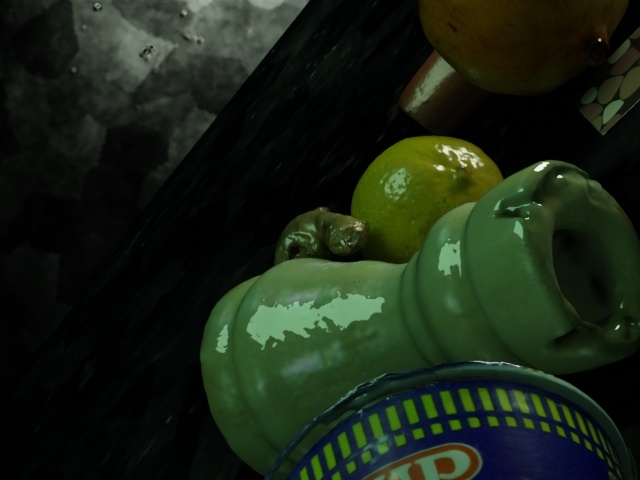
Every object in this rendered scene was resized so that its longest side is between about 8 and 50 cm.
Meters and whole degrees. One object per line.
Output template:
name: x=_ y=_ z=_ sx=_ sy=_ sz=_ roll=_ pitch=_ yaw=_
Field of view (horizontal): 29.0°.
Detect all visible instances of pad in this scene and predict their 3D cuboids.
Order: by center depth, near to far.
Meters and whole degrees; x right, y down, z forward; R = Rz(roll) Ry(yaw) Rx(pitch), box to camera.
pad: x=0.392 y=-0.229 z=1.439 sx=0.235 sy=0.003 sz=0.158 roll=-46 pitch=18 yaw=14

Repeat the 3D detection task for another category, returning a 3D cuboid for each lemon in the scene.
lemon: x=0.123 y=-0.029 z=1.412 sx=0.178 sy=0.178 sz=0.203 roll=-61 pitch=5 yaw=-29

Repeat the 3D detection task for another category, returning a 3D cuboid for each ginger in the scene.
ginger: x=-0.007 y=0.006 z=1.391 sx=0.096 sy=0.067 sz=0.165 roll=-40 pitch=10 yaw=-14

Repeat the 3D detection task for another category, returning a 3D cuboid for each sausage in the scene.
sausage: x=0.225 y=-0.262 z=1.748 sx=0.259 sy=0.113 sz=0.113 roll=-48 pitch=18 yaw=14

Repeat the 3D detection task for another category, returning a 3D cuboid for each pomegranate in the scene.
pomegranate: x=0.259 y=-0.305 z=1.538 sx=0.264 sy=0.264 sz=0.264 roll=-44 pitch=19 yaw=19

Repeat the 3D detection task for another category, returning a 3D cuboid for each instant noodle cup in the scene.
instant noodle cup: x=0.110 y=0.273 z=0.739 sx=0.284 sy=0.284 sz=0.312 roll=-45 pitch=27 yaw=17

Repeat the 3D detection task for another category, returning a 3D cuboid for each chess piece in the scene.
chess piece: x=0.092 y=0.081 z=1.201 sx=0.442 sy=0.234 sz=0.234 roll=-28 pitch=28 yaw=44
